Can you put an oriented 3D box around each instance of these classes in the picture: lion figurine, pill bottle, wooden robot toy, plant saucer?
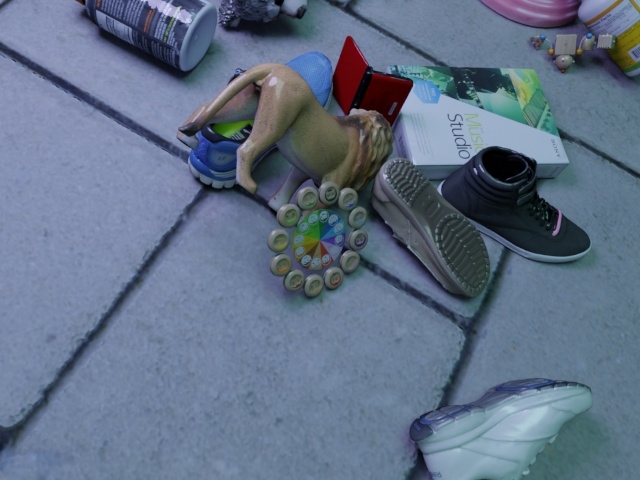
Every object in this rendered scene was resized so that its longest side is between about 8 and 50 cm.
[{"bbox_3d":[-0.027,-0.161,0.933,0.142,0.392,0.240,37,91,32],"label":"lion figurine"},{"bbox_3d":[-0.317,-0.410,1.077,0.246,0.130,0.130,29,61,1],"label":"pill bottle"},{"bbox_3d":[0.539,-0.405,1.325,0.173,0.079,0.076,7,17,22],"label":"wooden robot toy"},{"bbox_3d":[0.485,-0.645,1.419,0.332,0.084,0.332,5,63,-10],"label":"plant saucer"},{"bbox_3d":[0.646,-0.487,1.314,0.245,0.136,0.136,46,61,-8],"label":"pill bottle"}]

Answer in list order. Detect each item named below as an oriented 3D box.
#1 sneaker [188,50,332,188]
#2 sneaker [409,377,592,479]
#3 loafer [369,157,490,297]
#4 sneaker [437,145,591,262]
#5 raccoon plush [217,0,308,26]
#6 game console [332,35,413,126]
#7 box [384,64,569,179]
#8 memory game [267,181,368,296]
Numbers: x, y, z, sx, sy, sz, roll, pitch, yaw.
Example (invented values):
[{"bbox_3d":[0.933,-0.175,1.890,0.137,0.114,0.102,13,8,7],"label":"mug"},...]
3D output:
[{"bbox_3d":[-0.083,-0.227,1.033,0.130,0.147,0.330,38,61,7],"label":"sneaker"},{"bbox_3d":[0.275,0.284,0.904,0.297,0.111,0.129,-15,84,-16],"label":"sneaker"},{"bbox_3d":[0.181,-0.018,1.028,0.102,0.092,0.268,-38,93,-27],"label":"loafer"},{"bbox_3d":[0.361,-0.060,1.058,0.296,0.147,0.104,24,59,-3],"label":"sneaker"},{"bbox_3d":[-0.157,-0.607,1.194,0.299,0.216,0.446,-38,71,-20],"label":"raccoon plush"},{"bbox_3d":[0.088,-0.279,1.102,0.124,0.144,0.085,9,63,-9],"label":"game console"},{"bbox_3d":[0.294,-0.229,1.177,0.322,0.058,0.232,-2,65,-16],"label":"box"},{"bbox_3d":[0.000,0.000,0.942,0.186,0.186,0.012,-28,31,-24],"label":"memory game"}]
